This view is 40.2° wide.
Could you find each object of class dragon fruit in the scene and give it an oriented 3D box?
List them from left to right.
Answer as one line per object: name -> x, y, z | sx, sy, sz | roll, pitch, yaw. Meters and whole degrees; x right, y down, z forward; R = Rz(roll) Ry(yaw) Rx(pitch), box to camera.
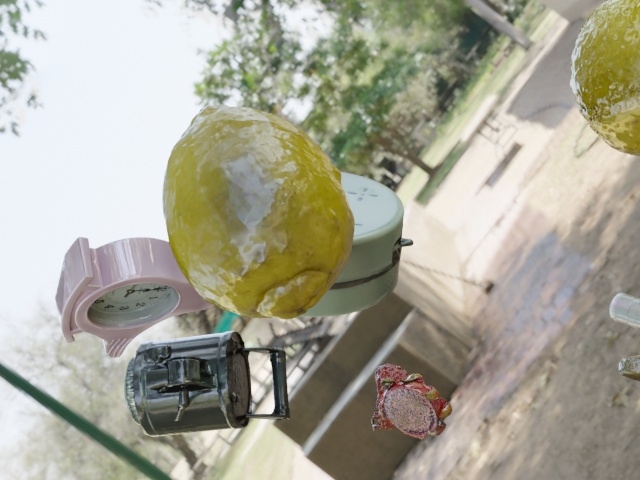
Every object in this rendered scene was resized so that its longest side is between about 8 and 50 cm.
dragon fruit -> 0.166, 0.284, 1.524 | 0.068, 0.126, 0.112 | -48, -26, -51

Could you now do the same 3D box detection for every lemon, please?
lemon -> -0.095, -0.041, 1.257 | 0.285, 0.285, 0.316 | -53, 35, 13
lemon -> 0.493, -0.242, 1.207 | 0.258, 0.258, 0.310 | -52, 15, -31

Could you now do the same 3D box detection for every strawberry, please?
strawberry -> 0.153, 0.331, 1.846 | 0.145, 0.086, 0.145 | 6, -90, -89

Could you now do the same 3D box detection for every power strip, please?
power strip -> 0.000, 0.000, 1.678 | 0.357, 0.357, 0.161 | -50, -33, -57

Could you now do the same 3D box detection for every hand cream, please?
hand cream -> 0.782, 0.186, 1.915 | 0.312, 0.111, 0.070 | 20, 92, 51

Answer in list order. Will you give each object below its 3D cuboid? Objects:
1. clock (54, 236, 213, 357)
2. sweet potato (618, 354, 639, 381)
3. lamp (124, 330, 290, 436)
clock -> -0.313, 0.103, 1.498 | 0.275, 0.080, 0.290 | -1, -32, -29
sweet potato -> 0.517, 0.193, 1.160 | 0.081, 0.233, 0.062 | -30, -42, -61
lamp -> -0.272, 0.307, 1.861 | 0.272, 0.205, 0.374 | -13, -19, 26
